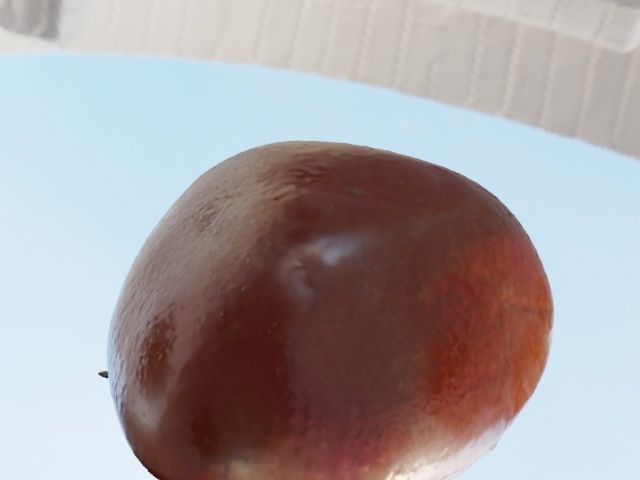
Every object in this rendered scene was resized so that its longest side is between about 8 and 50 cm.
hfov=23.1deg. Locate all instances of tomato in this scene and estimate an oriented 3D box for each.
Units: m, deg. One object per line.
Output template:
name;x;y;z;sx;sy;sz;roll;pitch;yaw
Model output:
tomato;0.007;0.020;0.578;0.166;0.174;0.082;13;-53;4

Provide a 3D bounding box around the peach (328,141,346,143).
peach;0.000;0.000;1.110;0.138;0.138;0.138;14;-67;35
